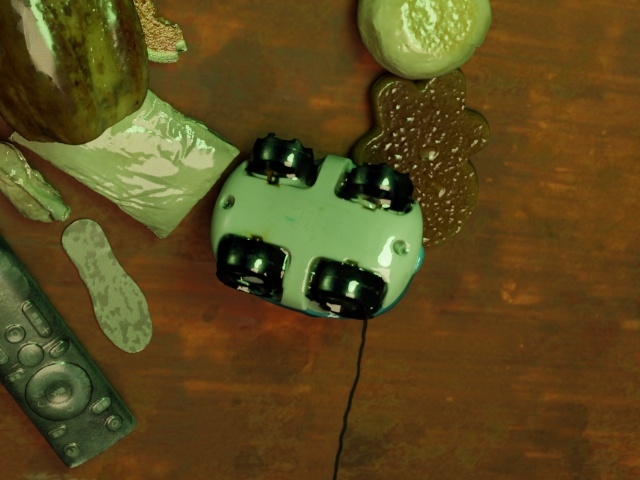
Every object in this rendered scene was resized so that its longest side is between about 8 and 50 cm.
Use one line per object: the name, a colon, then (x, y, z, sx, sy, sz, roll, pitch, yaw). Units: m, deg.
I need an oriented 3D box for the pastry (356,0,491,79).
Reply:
pastry: (0.121, -0.263, 1.671, 0.156, 0.092, 0.156, -1, 92, -18)

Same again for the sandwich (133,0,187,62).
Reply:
sandwich: (-0.207, -0.253, 1.621, 0.067, 0.029, 0.135, -38, 116, -4)

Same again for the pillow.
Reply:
pillow: (-0.224, -0.114, 1.665, 0.229, 0.050, 0.148, 35, 93, -22)

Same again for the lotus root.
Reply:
lotus root: (-0.299, -0.249, 1.522, 0.193, 0.193, 0.291, -20, 106, -7)

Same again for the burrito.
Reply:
burrito: (-0.350, -0.074, 1.648, 0.149, 0.055, 0.041, 51, 48, -30)

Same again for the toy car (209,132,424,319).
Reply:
toy car: (0.000, 0.000, 1.702, 0.255, 0.190, 0.189, 13, 75, 9)

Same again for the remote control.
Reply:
remote control: (-0.361, 0.114, 1.725, 0.107, 0.044, 0.378, -30, 116, 2)

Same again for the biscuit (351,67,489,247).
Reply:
biscuit: (0.125, -0.102, 1.774, 0.179, 0.039, 0.236, -12, 115, -15)

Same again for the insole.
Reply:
insole: (-0.258, 0.057, 1.750, 0.065, 0.006, 0.193, -26, 116, -3)
